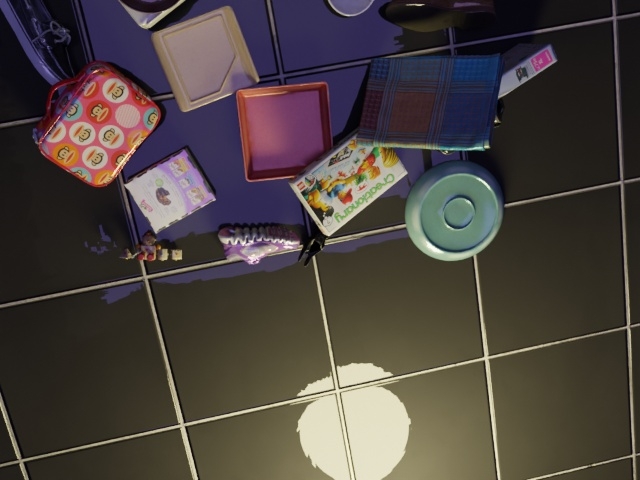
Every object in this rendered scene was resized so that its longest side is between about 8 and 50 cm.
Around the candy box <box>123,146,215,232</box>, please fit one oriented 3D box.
[{"bbox_3d":[-0.422,-0.142,1.867,0.196,0.070,0.164,-29,107,-1],"label":"candy box"}]

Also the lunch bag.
[{"bbox_3d":[-0.597,-0.312,1.733,0.293,0.120,0.258,-49,129,5],"label":"lunch bag"}]

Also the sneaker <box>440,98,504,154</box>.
[{"bbox_3d":[0.438,-0.336,1.913,0.227,0.130,0.087,-40,104,5],"label":"sneaker"}]

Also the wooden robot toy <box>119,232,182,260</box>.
[{"bbox_3d":[-0.487,0.017,1.903,0.173,0.076,0.079,2,93,-9],"label":"wooden robot toy"}]

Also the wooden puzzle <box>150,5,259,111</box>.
[{"bbox_3d":[-0.313,-0.495,1.811,0.239,0.044,0.220,-20,107,2],"label":"wooden puzzle"}]

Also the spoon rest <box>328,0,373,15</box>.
[{"bbox_3d":[0.131,-0.731,1.790,0.276,0.084,0.137,-45,106,4],"label":"spoon rest"}]

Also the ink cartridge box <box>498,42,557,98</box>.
[{"bbox_3d":[0.482,-0.446,1.859,0.311,0.186,0.065,-31,109,1],"label":"ink cartridge box"}]

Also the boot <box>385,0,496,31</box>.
[{"bbox_3d":[0.330,-0.659,1.847,0.306,0.112,0.115,0,74,-4],"label":"boot"}]

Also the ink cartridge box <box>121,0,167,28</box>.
[{"bbox_3d":[-0.459,-0.767,1.654,0.279,0.160,0.384,-37,106,3],"label":"ink cartridge box"}]

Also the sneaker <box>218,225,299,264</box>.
[{"bbox_3d":[-0.179,0.018,1.939,0.237,0.095,0.104,0,111,-3],"label":"sneaker"}]

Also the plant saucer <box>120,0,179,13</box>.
[{"bbox_3d":[-0.413,-0.647,1.589,0.199,0.036,0.198,-2,104,-9],"label":"plant saucer"}]

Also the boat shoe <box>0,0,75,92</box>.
[{"bbox_3d":[-0.704,-0.531,1.706,0.105,0.113,0.306,-26,98,14],"label":"boat shoe"}]

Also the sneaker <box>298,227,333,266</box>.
[{"bbox_3d":[-0.002,-0.002,1.954,0.170,0.089,0.051,-45,106,5],"label":"sneaker"}]

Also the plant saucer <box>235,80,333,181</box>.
[{"bbox_3d":[-0.099,-0.310,1.883,0.259,0.047,0.259,-7,106,-7],"label":"plant saucer"}]

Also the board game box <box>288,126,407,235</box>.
[{"bbox_3d":[0.082,-0.182,1.899,0.305,0.053,0.193,-39,113,-10],"label":"board game box"}]

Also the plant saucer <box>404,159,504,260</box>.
[{"bbox_3d":[0.416,-0.085,2.018,0.318,0.043,0.317,-2,104,-8],"label":"plant saucer"}]

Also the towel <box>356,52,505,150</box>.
[{"bbox_3d":[0.290,-0.374,1.783,0.370,0.040,0.271,6,78,24],"label":"towel"}]
